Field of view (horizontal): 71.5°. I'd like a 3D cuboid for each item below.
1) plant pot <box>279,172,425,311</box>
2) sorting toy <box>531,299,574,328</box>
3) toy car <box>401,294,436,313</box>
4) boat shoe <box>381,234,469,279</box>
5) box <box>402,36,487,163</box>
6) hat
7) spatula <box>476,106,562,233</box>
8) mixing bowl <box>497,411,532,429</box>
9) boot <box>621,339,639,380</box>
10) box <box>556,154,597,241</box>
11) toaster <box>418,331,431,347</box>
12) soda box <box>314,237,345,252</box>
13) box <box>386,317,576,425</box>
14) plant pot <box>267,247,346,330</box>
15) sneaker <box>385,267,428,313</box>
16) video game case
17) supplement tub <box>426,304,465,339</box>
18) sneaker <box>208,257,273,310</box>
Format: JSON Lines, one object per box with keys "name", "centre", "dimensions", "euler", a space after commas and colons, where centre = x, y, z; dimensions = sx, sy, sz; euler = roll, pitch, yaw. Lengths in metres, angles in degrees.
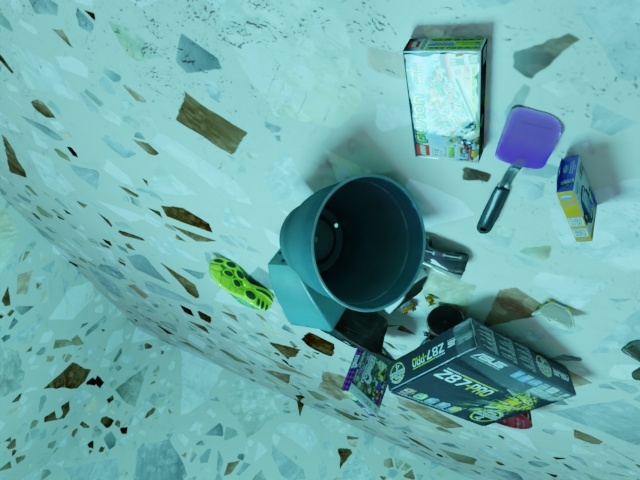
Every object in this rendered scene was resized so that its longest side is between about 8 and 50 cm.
{"name": "plant pot", "centre": [0.043, 0.001, 0.977], "dimensions": [0.272, 0.271, 0.255], "euler": [42, 163, -23]}
{"name": "sorting toy", "centre": [0.536, 0.175, 1.038], "dimensions": [0.083, 0.044, 0.075], "euler": [25, 158, 5]}
{"name": "toy car", "centre": [0.281, 0.176, 1.271], "dimensions": [0.122, 0.060, 0.040], "euler": [-28, 76, 37]}
{"name": "boat shoe", "centre": [0.243, 0.017, 1.034], "dimensions": [0.206, 0.075, 0.064], "euler": [27, 108, 13]}
{"name": "box", "centre": [0.201, -0.216, 0.707], "dimensions": [0.114, 0.036, 0.206], "euler": [12, 147, 27]}
{"name": "hat", "centre": [0.126, 0.280, 1.428], "dimensions": [0.332, 0.133, 0.331], "euler": [27, 166, 7]}
{"name": "spatula", "centre": [0.329, -0.102, 0.784], "dimensions": [0.084, 0.030, 0.296], "euler": [18, 149, 13]}
{"name": "mixing bowl", "centre": [0.615, 0.540, 1.478], "dimensions": [0.182, 0.098, 0.181], "euler": [21, 150, 12]}
{"name": "boot", "centre": [0.734, 0.277, 1.032], "dimensions": [0.114, 0.037, 0.106], "euler": [29, 137, -8]}
{"name": "box", "centre": [0.412, -0.071, 0.713], "dimensions": [0.028, 0.081, 0.136], "euler": [-3, 138, 42]}
{"name": "toaster", "centre": [0.385, 0.404, 1.447], "dimensions": [0.186, 0.110, 0.168], "euler": [23, 149, 9]}
{"name": "soda box", "centre": [0.000, 0.000, 1.185], "dimensions": [0.169, 0.060, 0.053], "euler": [16, 149, 19]}
{"name": "box", "centre": [0.434, 0.381, 1.225], "dimensions": [0.395, 0.097, 0.318], "euler": [28, 130, -23]}
{"name": "plant pot", "centre": [-0.039, 0.119, 1.314], "dimensions": [0.166, 0.165, 0.234], "euler": [1, 131, 39]}
{"name": "sneaker", "centre": [0.201, 0.101, 1.171], "dimensions": [0.123, 0.106, 0.290], "euler": [53, 164, 20]}
{"name": "video game case", "centre": [0.181, 0.491, 1.627], "dimensions": [0.042, 0.232, 0.210], "euler": [-5, 136, 41]}
{"name": "supplement tub", "centre": [0.369, 0.274, 1.261], "dimensions": [0.106, 0.106, 0.197], "euler": [7, 144, 32]}
{"name": "sneaker", "centre": [-0.315, 0.179, 1.675], "dimensions": [0.124, 0.109, 0.295], "euler": [-16, 129, 46]}
